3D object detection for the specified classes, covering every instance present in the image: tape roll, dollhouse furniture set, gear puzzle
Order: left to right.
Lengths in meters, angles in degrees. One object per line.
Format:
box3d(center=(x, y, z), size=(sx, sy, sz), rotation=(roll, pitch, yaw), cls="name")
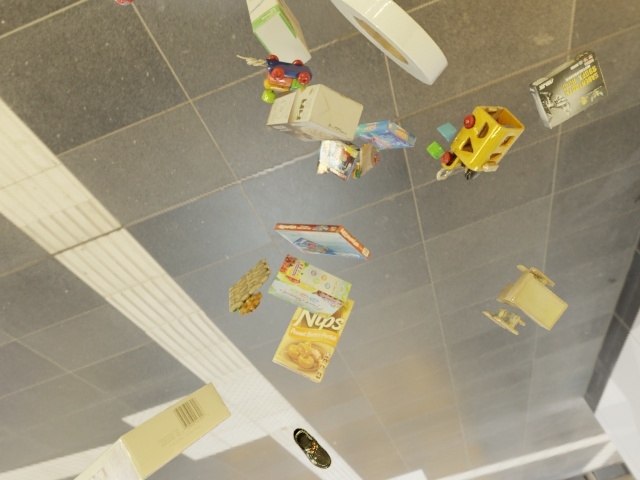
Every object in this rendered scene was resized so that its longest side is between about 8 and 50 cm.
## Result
box3d(center=(-0.214, 0.158, 1.395), size=(0.175, 0.339, 0.044), rotation=(-43, 106, -2), cls="gear puzzle")
box3d(center=(0.189, -0.592, 1.240), size=(0.392, 0.392, 0.072), rotation=(27, 112, -36), cls="tape roll")
box3d(center=(0.646, 0.178, 1.441), size=(0.161, 0.242, 0.212), rotation=(38, 89, -8), cls="dollhouse furniture set")

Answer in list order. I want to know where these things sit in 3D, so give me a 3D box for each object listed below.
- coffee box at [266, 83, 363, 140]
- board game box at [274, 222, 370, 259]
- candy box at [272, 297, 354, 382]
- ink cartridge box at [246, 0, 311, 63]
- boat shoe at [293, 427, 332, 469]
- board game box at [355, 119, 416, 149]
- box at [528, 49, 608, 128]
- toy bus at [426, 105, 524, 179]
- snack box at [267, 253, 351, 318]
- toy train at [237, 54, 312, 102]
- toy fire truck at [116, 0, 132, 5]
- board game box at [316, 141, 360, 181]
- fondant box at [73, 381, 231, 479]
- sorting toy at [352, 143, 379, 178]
box3d(center=(-0.023, -0.332, 1.169), size=(0.141, 0.247, 0.098), rotation=(16, 92, -34), cls="coffee box")
box3d(center=(0.000, 0.000, 1.290), size=(0.281, 0.027, 0.145), rotation=(5, 151, 47), cls="board game box")
box3d(center=(-0.024, 0.329, 1.598), size=(0.183, 0.316, 0.087), rotation=(26, 161, -1), cls="candy box")
box3d(center=(-0.153, -0.772, 1.591), size=(0.117, 0.278, 0.201), rotation=(-29, 139, 17), cls="ink cartridge box")
box3d(center=(-0.025, 0.547, 1.155), size=(0.049, 0.133, 0.042), rotation=(-43, 137, -19), cls="boat shoe")
box3d(center=(0.266, -0.435, 1.823), size=(0.160, 0.210, 0.047), rotation=(21, 86, -33), cls="board game box")
box3d(center=(0.914, -0.555, 1.624), size=(0.231, 0.056, 0.183), rotation=(-30, 113, 10), cls="box")
box3d(center=(0.355, -0.199, 0.982), size=(0.191, 0.104, 0.202), rotation=(-34, 149, 8), cls="toy bus")
box3d(center=(-0.037, 0.142, 1.300), size=(0.207, 0.070, 0.174), rotation=(27, 149, -5), cls="snack box")
box3d(center=(-0.162, -0.514, 1.426), size=(0.248, 0.105, 0.143), rotation=(0, 137, -24), cls="toy train")
box3d(center=(-0.613, -0.822, 1.394), size=(0.047, 0.191, 0.135), rotation=(-10, 173, 13), cls="toy fire truck")
box3d(center=(0.063, -0.346, 1.875), size=(0.060, 0.194, 0.194), rotation=(-30, 150, -49), cls="board game box")
box3d(center=(-0.389, 0.476, 0.996), size=(0.330, 0.096, 0.238), rotation=(-44, 166, 32), cls="fondant box")
box3d(center=(0.215, -0.403, 2.122), size=(0.046, 0.274, 0.132), rotation=(14, 124, 28), cls="sorting toy")
